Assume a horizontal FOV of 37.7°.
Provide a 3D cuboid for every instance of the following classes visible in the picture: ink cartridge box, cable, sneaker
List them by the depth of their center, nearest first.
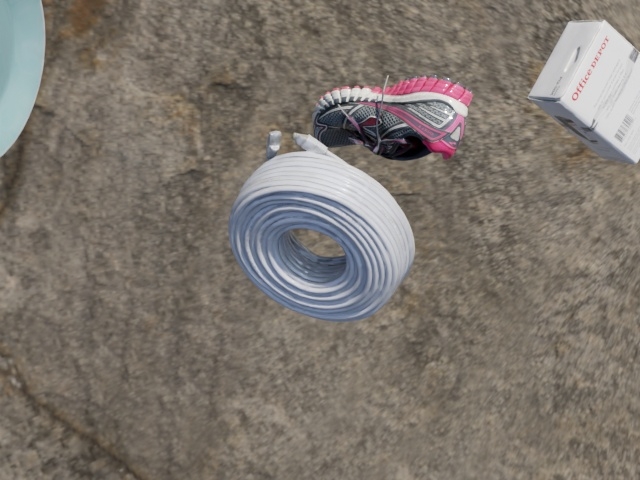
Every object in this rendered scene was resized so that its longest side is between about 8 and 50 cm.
[{"bbox_3d":[0.301,-0.158,1.002,0.099,0.135,0.056,-60,29,-3],"label":"ink cartridge box"},{"bbox_3d":[0.000,0.000,1.275,0.257,0.089,0.257,28,136,0],"label":"cable"},{"bbox_3d":[0.093,-0.176,1.444,0.299,0.120,0.112,-2,73,49],"label":"sneaker"}]

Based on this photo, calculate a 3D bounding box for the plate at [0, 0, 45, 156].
[{"bbox_3d":[-0.281,-0.152,0.765,0.024,0.188,0.188,10,100,10],"label":"plate"}]
